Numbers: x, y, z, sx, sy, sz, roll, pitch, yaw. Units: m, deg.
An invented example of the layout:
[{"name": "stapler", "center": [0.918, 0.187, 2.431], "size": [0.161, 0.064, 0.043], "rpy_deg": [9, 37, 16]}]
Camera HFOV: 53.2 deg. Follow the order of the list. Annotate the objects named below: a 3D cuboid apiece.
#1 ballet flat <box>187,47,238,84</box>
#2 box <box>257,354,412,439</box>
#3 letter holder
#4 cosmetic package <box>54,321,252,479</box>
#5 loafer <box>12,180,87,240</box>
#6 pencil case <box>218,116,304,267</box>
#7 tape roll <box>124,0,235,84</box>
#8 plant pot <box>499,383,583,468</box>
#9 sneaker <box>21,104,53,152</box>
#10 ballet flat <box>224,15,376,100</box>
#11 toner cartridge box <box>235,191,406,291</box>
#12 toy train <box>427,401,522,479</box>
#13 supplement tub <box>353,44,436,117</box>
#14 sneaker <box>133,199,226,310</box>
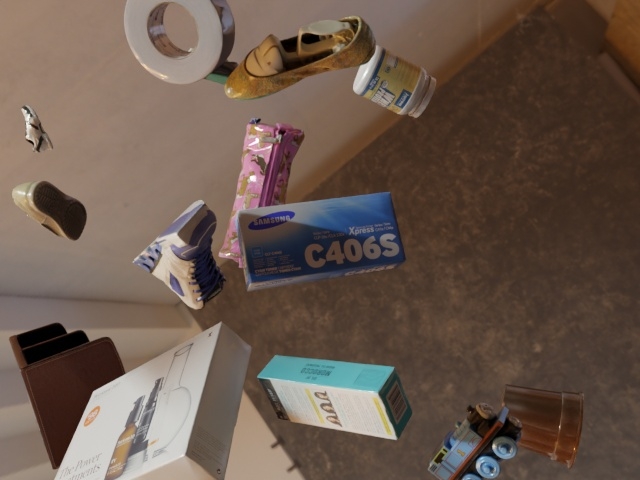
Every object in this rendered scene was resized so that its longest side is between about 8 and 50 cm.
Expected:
[{"name": "ballet flat", "center": [-0.278, -0.415, 1.513], "size": [0.203, 0.074, 0.074], "rpy_deg": [3, -36, -32]}, {"name": "box", "center": [0.019, 0.251, 1.040], "size": [0.244, 0.100, 0.060], "rpy_deg": [-2, 31, 37]}, {"name": "letter holder", "center": [-0.589, 0.354, 1.546], "size": [0.214, 0.152, 0.302], "rpy_deg": [-19, -59, -28]}, {"name": "cosmetic package", "center": [-0.310, 0.343, 1.153], "size": [0.377, 0.097, 0.284], "rpy_deg": [-30, 28, 25]}, {"name": "loafer", "center": [-0.686, -0.082, 1.632], "size": [0.268, 0.092, 0.102], "rpy_deg": [78, -151, -66]}, {"name": "pencil case", "center": [-0.153, -0.116, 1.663], "size": [0.167, 0.160, 0.386], "rpy_deg": [18, -96, -62]}, {"name": "tape roll", "center": [-0.291, -0.441, 1.327], "size": [0.219, 0.219, 0.072], "rpy_deg": [-46, 9, 31]}, {"name": "plant pot", "center": [0.481, 0.400, 1.420], "size": [0.167, 0.165, 0.167], "rpy_deg": [10, -90, -73]}, {"name": "sneaker", "center": [-0.611, -0.236, 1.356], "size": [0.043, 0.109, 0.040], "rpy_deg": [-27, -3, -21]}, {"name": "ballet flat", "center": [-0.055, -0.403, 1.378], "size": [0.348, 0.123, 0.123], "rpy_deg": [-14, -13, 6]}, {"name": "toner cartridge box", "center": [0.000, 0.000, 1.397], "size": [0.347, 0.165, 0.075], "rpy_deg": [-8, -16, -14]}, {"name": "toy train", "center": [0.274, 0.366, 1.129], "size": [0.184, 0.105, 0.080], "rpy_deg": [-60, -14, 23]}, {"name": "supplement tub", "center": [0.208, -0.442, 1.795], "size": [0.144, 0.199, 0.144], "rpy_deg": [-157, 90, -79]}, {"name": "sneaker", "center": [-0.263, 0.042, 1.349], "size": [0.127, 0.182, 0.315], "rpy_deg": [-52, 13, -31]}]
